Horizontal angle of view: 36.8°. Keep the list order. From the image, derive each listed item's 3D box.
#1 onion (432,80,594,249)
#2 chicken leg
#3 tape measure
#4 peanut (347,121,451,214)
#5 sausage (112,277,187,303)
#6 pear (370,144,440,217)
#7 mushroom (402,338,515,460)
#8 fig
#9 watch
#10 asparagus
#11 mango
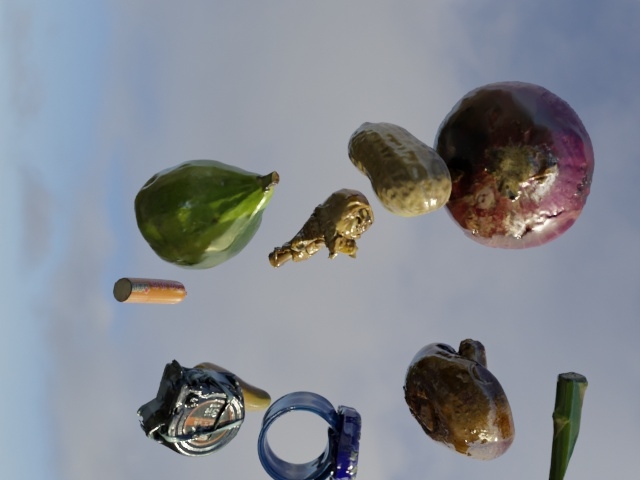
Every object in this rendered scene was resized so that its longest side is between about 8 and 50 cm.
[{"bbox_3d":[0.399,-0.154,2.018,0.385,0.348,0.347,-15,102,-78],"label":"onion"},{"bbox_3d":[0.000,-0.003,1.498,0.208,0.085,0.101,-33,-114,33],"label":"chicken leg"},{"bbox_3d":[-0.121,0.164,0.920,0.091,0.094,0.054,-58,-141,8],"label":"tape measure"},{"bbox_3d":[0.105,-0.103,1.365,0.226,0.095,0.108,-131,-148,-50],"label":"peanut"},{"bbox_3d":[-0.197,0.061,1.152,0.031,0.107,0.031,-4,-97,37],"label":"sausage"},{"bbox_3d":[0.170,-0.119,1.863,0.162,0.149,0.148,180,-93,-79],"label":"pear"},{"bbox_3d":[0.216,0.262,1.547,0.231,0.138,0.194,176,-97,-78],"label":"mushroom"},{"bbox_3d":[-0.225,-0.047,1.928,0.314,0.233,0.232,12,-74,49],"label":"fig"},{"bbox_3d":[-0.022,0.396,1.869,0.171,0.200,0.196,160,-61,-87],"label":"watch"},{"bbox_3d":[0.355,0.281,1.394,0.041,0.045,0.178,7,-87,41],"label":"asparagus"},{"bbox_3d":[-0.234,0.380,2.444,0.136,0.228,0.099,-20,-130,61],"label":"mango"}]
